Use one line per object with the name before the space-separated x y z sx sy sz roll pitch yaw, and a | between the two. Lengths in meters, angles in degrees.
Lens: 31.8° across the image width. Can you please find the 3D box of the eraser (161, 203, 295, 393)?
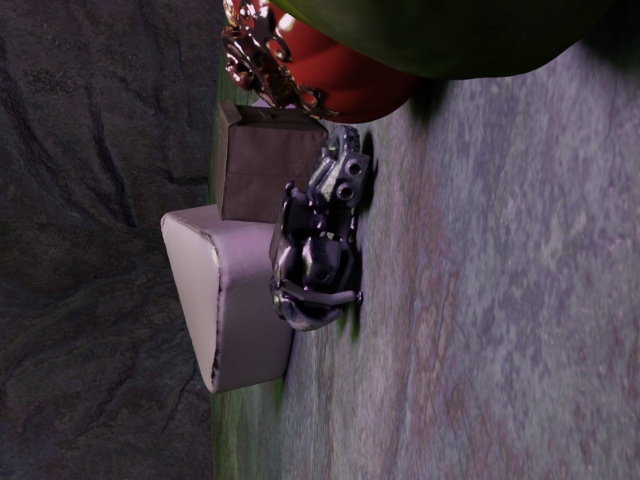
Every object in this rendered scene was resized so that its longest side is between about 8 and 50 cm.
eraser | -0.138 0.062 1.854 0.331 0.150 0.331 169 90 -70

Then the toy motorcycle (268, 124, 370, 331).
toy motorcycle | 0.000 0.000 1.359 0.159 0.106 0.270 -110 35 -57

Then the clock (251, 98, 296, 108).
clock | -0.096 -0.138 1.997 0.186 0.083 0.253 133 139 -76

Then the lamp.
lamp | 0.002 -0.212 1.080 0.227 0.227 0.227 -177 90 -80

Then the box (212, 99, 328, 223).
box | -0.084 -0.125 1.737 0.231 0.149 0.155 -124 38 -73

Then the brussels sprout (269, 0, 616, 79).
brussels sprout | 0.057 -0.282 0.638 0.276 0.315 0.371 -10 71 56
